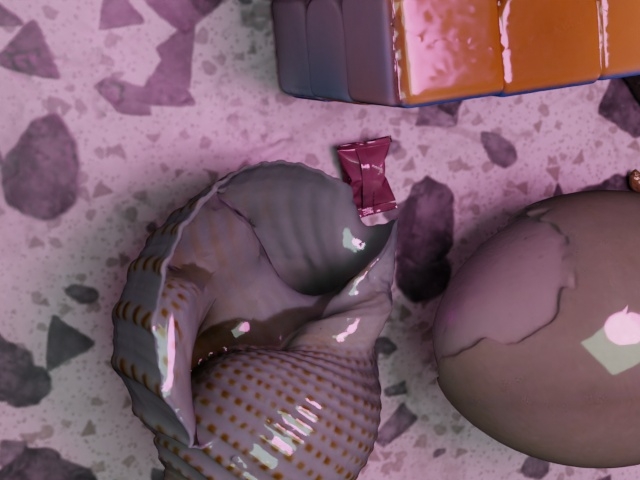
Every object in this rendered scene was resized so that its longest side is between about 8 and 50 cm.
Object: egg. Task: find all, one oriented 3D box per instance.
[{"bbox_3d":[0.269,0.088,1.314,0.336,0.278,0.278,0,98,-25],"label":"egg"}]

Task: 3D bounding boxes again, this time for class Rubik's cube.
[{"bbox_3d":[0.127,-0.283,1.188,0.292,0.290,0.291,-10,103,-19],"label":"Rubik's cube"}]

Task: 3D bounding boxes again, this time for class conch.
[{"bbox_3d":[-0.071,0.092,1.216,0.303,0.215,0.319,46,49,-28],"label":"conch"}]

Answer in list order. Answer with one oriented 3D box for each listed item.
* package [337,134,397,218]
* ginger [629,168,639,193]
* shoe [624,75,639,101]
[{"bbox_3d":[0.048,-0.064,1.334,0.059,0.029,0.083,-13,112,-16],"label":"package"},{"bbox_3d":[0.387,-0.057,1.474,0.097,0.030,0.048,39,111,-20],"label":"ginger"},{"bbox_3d":[0.412,-0.210,1.421,0.149,0.109,0.293,-41,114,-16],"label":"shoe"}]
